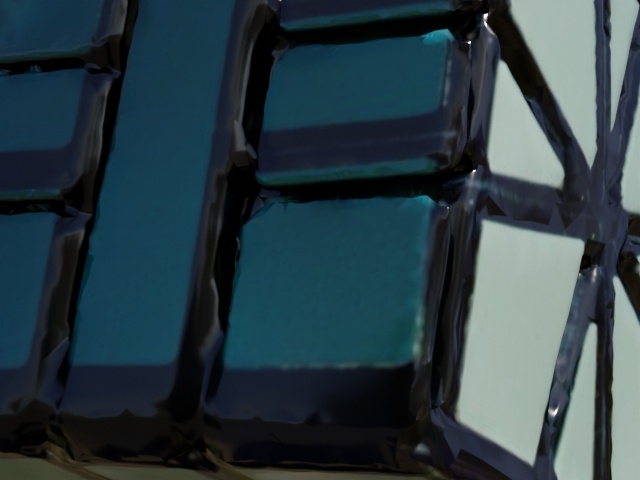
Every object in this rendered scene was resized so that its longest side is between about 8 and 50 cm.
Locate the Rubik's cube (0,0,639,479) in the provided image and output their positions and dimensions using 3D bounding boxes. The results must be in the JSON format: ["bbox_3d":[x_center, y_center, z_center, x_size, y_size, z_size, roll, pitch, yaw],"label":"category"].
[{"bbox_3d":[0.000,0.000,0.806,0.283,0.288,0.293,-2,-23,31],"label":"Rubik's cube"}]
